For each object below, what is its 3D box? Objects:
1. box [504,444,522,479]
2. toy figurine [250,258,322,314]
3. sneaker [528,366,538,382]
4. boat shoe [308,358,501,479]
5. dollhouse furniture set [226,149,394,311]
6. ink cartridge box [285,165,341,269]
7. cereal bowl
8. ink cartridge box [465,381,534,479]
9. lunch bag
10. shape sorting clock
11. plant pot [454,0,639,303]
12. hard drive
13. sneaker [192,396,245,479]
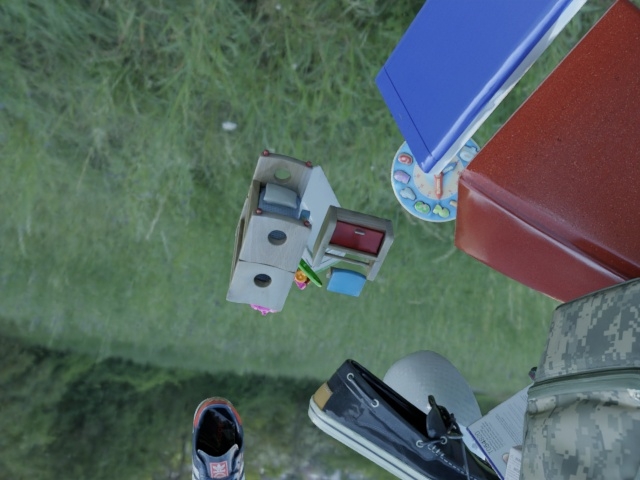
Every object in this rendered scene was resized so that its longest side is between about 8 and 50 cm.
[{"bbox_3d":[0.332,0.311,0.836,0.203,0.103,0.114,3,-171,-34],"label":"box"},{"bbox_3d":[-0.109,0.092,1.599,0.159,0.173,0.130,-41,166,4],"label":"toy figurine"},{"bbox_3d":[0.571,0.439,1.675,0.125,0.262,0.104,-39,155,25],"label":"sneaker"},{"bbox_3d":[0.220,0.405,1.389,0.500,0.156,0.187,29,-177,6],"label":"boat shoe"},{"bbox_3d":[0.000,0.000,0.795,0.183,0.129,0.129,14,127,-11],"label":"dollhouse furniture set"},{"bbox_3d":[-0.021,-0.041,1.771,0.121,0.211,0.289,-25,172,-10],"label":"ink cartridge box"},{"bbox_3d":[0.248,0.454,1.703,0.141,0.339,0.339,-11,163,-26],"label":"cereal bowl"},{"bbox_3d":[0.399,0.348,1.156,0.224,0.223,0.045,-32,135,-1],"label":"ink cartridge box"},{"bbox_3d":[0.321,0.206,0.552,0.305,0.256,0.212,26,162,-7],"label":"lunch bag"},{"bbox_3d":[0.255,-0.143,1.478,0.206,0.206,0.040,4,-175,10],"label":"shape sorting clock"},{"bbox_3d":[0.331,-0.052,0.783,0.235,0.267,0.267,41,174,18],"label":"plant pot"},{"bbox_3d":[0.205,-0.278,0.970,0.040,0.210,0.319,2,142,-33],"label":"hard drive"},{"bbox_3d":[-0.216,0.506,1.452,0.131,0.350,0.148,-7,162,-14],"label":"sneaker"}]
